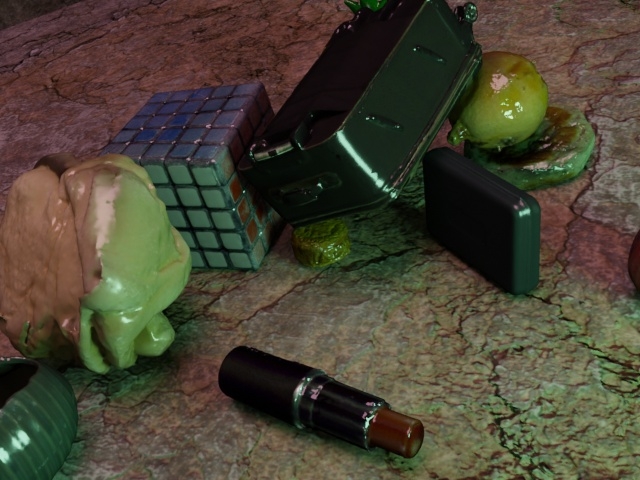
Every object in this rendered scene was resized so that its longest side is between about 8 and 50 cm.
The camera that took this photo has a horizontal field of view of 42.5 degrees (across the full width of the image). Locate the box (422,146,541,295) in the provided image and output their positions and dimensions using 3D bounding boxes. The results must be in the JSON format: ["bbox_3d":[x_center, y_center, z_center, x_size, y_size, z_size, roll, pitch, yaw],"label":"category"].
[{"bbox_3d":[0.234,-0.034,1.217,0.050,0.160,0.230,-22,36,-20],"label":"box"}]

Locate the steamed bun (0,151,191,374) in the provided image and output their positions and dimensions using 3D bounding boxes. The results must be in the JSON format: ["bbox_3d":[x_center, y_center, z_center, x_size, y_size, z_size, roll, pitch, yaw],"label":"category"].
[{"bbox_3d":[-0.337,0.032,1.243,0.372,0.325,0.230,3,-6,44],"label":"steamed bun"}]

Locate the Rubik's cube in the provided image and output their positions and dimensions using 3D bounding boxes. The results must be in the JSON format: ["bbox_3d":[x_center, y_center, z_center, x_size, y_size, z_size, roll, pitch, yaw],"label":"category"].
[{"bbox_3d":[-0.202,-0.107,1.410,0.236,0.238,0.237,-1,39,23],"label":"Rubik's cube"}]

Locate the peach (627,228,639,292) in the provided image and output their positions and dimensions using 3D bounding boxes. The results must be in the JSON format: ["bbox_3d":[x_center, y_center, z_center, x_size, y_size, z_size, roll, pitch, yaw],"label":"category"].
[{"bbox_3d":[0.483,0.012,1.079,0.152,0.152,0.152,-10,36,7],"label":"peach"}]

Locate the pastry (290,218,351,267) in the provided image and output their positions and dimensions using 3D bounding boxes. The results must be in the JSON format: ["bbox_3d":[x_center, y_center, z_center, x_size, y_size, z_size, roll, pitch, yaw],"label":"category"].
[{"bbox_3d":[0.000,0.000,1.346,0.097,0.057,0.109,-16,37,-4],"label":"pastry"}]

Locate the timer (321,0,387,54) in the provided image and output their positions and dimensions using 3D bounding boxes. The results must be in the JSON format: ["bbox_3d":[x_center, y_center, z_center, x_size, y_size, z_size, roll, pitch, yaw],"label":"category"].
[{"bbox_3d":[0.116,-0.361,1.604,0.285,0.285,0.285,-10,36,7],"label":"timer"}]

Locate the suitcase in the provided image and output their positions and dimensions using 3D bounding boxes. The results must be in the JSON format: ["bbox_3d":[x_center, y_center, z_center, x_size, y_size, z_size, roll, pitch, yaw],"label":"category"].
[{"bbox_3d":[0.068,-0.211,1.304,0.283,0.194,0.434,-12,37,50],"label":"suitcase"}]

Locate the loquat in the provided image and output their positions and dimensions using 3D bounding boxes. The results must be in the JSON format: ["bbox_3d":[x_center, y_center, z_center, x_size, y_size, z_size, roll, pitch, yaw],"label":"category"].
[{"bbox_3d":[0.289,-0.228,1.383,0.204,0.149,0.172,-46,47,-12],"label":"loquat"}]

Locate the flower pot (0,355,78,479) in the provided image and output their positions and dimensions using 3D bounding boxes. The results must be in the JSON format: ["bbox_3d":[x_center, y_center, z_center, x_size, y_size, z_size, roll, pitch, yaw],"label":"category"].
[{"bbox_3d":[-0.428,0.262,1.071,0.189,0.157,0.243,13,45,35],"label":"flower pot"}]

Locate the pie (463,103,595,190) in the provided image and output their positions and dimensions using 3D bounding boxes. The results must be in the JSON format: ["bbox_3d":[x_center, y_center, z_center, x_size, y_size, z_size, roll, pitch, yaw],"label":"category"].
[{"bbox_3d":[0.364,-0.169,1.442,0.240,0.054,0.240,-12,36,9],"label":"pie"}]

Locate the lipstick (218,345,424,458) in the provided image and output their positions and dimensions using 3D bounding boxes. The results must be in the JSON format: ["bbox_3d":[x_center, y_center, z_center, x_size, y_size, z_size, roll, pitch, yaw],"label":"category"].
[{"bbox_3d":[-0.003,0.206,1.053,0.299,0.081,0.081,13,44,35],"label":"lipstick"}]
